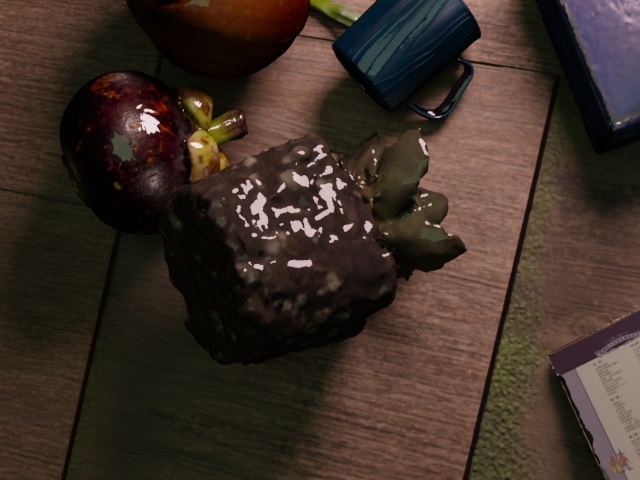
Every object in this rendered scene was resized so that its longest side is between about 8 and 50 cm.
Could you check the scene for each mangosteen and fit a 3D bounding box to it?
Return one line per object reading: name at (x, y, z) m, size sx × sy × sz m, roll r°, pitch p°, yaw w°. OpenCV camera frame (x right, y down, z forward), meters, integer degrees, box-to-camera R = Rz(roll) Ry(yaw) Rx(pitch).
mangosteen at (-0.187, -0.111, 1.080) m, size 0.217 × 0.192 × 0.192 m, roll -22°, pitch 79°, yaw -9°

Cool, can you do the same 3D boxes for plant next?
plant at (0.000, 0.000, 1.027) m, size 0.312 × 0.213 × 0.215 m, roll -20°, pitch 78°, yaw -31°

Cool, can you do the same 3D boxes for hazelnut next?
hazelnut at (-0.130, -0.286, 1.079) m, size 0.218 × 0.218 × 0.234 m, roll -49°, pitch 47°, yaw 0°

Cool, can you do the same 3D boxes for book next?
book at (0.351, 0.181, 0.966) m, size 0.157 × 0.026 × 0.231 m, roll -29°, pitch 50°, yaw 16°

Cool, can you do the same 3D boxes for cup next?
cup at (0.107, -0.220, 1.080) m, size 0.138 × 0.113 × 0.150 m, roll -43°, pitch 76°, yaw 3°

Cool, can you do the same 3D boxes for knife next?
knife at (-0.001, -0.293, 1.152) m, size 0.184 × 0.026 × 0.022 m, roll 31°, pitch 84°, yaw 15°

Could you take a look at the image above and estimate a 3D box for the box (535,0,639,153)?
box at (0.403, -0.272, 1.043) m, size 0.278 × 0.116 × 0.262 m, roll -20°, pitch 79°, yaw 4°
